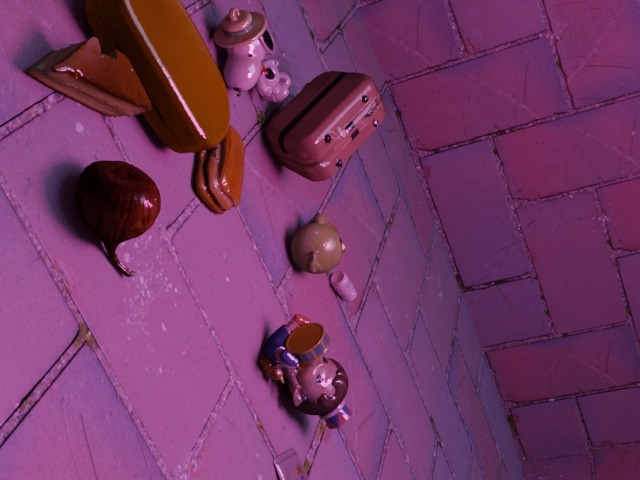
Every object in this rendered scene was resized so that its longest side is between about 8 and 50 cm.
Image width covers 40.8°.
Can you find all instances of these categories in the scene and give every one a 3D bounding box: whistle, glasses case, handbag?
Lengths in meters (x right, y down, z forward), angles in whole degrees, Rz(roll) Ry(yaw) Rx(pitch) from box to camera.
[{"bbox_3d":[0.010,0.002,2.250,0.294,0.141,0.141,-44,117,-66],"label":"whistle"},{"bbox_3d":[-0.311,-0.345,1.658,0.371,0.141,0.173,62,39,-32],"label":"glasses case"},{"bbox_3d":[-0.009,-0.312,2.253,0.302,0.283,0.149,-48,131,-18],"label":"handbag"}]

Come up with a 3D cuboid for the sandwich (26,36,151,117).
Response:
[{"bbox_3d":[-0.395,-0.286,1.478,0.244,0.090,0.088,20,62,-62],"label":"sandwich"}]

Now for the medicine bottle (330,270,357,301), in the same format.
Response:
[{"bbox_3d":[0.066,0.130,2.421,0.089,0.052,0.052,55,29,-43],"label":"medicine bottle"}]

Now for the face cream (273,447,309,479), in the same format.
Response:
[{"bbox_3d":[-0.037,0.569,1.880,0.114,0.070,0.224,-1,68,-69],"label":"face cream"}]

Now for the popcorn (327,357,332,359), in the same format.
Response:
[{"bbox_3d":[0.010,0.334,2.143,0.082,0.057,0.083,-17,95,-68],"label":"popcorn"}]

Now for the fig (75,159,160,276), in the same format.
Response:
[{"bbox_3d":[-0.347,-0.032,1.444,0.146,0.133,0.201,61,-39,44],"label":"fig"}]

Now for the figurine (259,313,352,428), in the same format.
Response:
[{"bbox_3d":[-0.016,0.306,1.952,0.276,0.158,0.161,60,35,-34],"label":"figurine"}]

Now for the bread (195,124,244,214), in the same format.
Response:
[{"bbox_3d":[-0.216,-0.160,1.879,0.116,0.077,0.200,61,25,-53],"label":"bread"}]

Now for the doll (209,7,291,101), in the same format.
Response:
[{"bbox_3d":[-0.165,-0.456,2.138,0.271,0.143,0.208,-12,108,-66],"label":"doll"}]
